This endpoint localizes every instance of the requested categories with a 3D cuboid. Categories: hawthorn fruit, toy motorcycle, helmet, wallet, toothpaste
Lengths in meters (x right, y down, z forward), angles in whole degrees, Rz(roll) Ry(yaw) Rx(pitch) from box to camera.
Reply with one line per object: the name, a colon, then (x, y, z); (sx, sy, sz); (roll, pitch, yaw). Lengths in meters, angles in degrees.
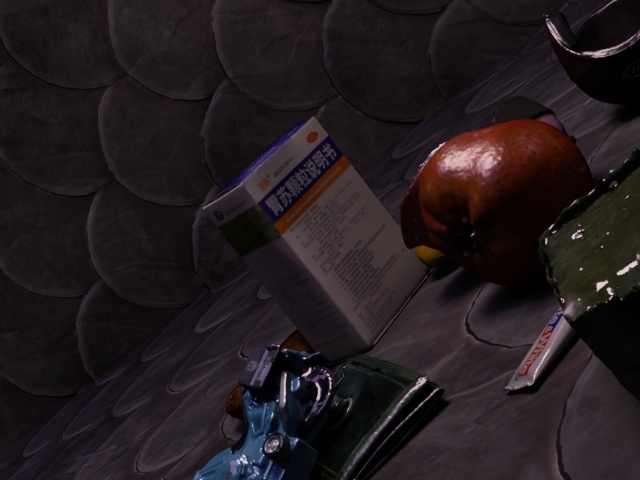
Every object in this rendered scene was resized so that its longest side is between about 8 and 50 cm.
hawthorn fruit: (0.236, -0.058, 1.305); (0.225, 0.196, 0.196); (-37, 6, -29)
toy motorcycle: (-0.082, 0.242, 1.221); (0.182, 0.123, 0.272); (0, 56, 45)
helmet: (0.445, -0.298, 1.629); (0.189, 0.193, 0.216); (-31, 15, 19)
wallet: (0.037, 0.202, 1.250); (0.160, 0.055, 0.236); (-48, 11, -11)
toothpaste: (0.253, 0.068, 1.094); (0.218, 0.033, 0.052); (-48, 7, -25)
helmet: (0.238, -0.065, 1.458); (0.253, 0.154, 0.198); (-51, -25, -16)

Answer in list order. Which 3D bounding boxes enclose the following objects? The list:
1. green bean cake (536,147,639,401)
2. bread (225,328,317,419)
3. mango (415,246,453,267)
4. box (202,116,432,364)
green bean cake: (0.305, -0.002, 0.887); (0.241, 0.132, 0.255); (-38, 10, 11)
bread: (-0.063, 0.199, 1.667); (0.193, 0.064, 0.193); (-42, 3, 2)
mango: (0.208, -0.040, 1.629); (0.195, 0.098, 0.137); (-47, 17, -24)
box: (0.000, 0.000, 1.608); (0.106, 0.299, 0.200); (-29, 13, 46)
